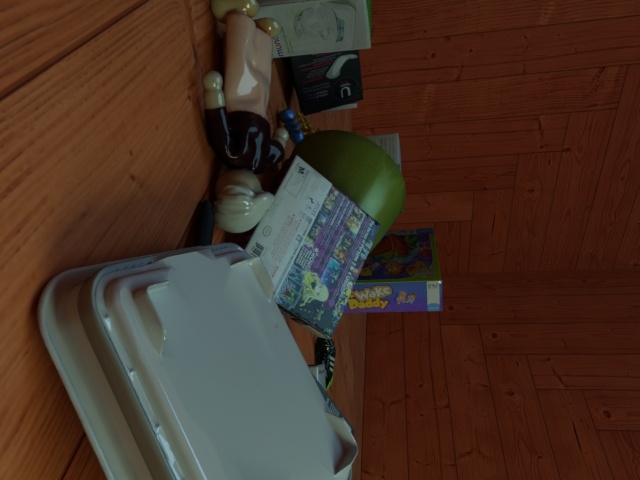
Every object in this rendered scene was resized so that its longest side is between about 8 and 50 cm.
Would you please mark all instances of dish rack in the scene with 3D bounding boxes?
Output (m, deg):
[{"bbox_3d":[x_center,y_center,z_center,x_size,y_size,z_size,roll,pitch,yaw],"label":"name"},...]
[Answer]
[{"bbox_3d":[-0.074,0.148,0.456,0.332,0.072,0.286,62,21,5],"label":"dish rack"}]

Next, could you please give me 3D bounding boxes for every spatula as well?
[{"bbox_3d":[-0.159,0.059,0.574,0.084,0.031,0.296,72,17,-46],"label":"spatula"}]

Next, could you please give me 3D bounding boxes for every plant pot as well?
[{"bbox_3d":[0.001,-0.030,0.975,0.293,0.275,0.274,-60,151,-41],"label":"plant pot"}]

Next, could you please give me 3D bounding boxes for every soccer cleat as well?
[{"bbox_3d":[0.013,0.366,1.435,0.072,0.060,0.178,-52,141,-73],"label":"soccer cleat"}]

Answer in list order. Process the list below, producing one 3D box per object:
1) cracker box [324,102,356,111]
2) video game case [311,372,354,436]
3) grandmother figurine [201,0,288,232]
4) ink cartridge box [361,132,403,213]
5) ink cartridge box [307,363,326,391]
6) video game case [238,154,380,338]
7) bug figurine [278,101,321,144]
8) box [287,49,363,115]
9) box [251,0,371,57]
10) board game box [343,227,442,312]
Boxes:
[{"bbox_3d":[0.013,-0.476,1.333,0.067,0.156,0.232,-93,174,-52],"label":"cracker box"},{"bbox_3d":[-0.056,0.199,0.569,0.274,0.026,0.196,55,24,-11],"label":"video game case"},{"bbox_3d":[-0.115,-0.179,0.734,0.208,0.104,0.341,16,73,-51],"label":"grandmother figurine"},{"bbox_3d":[0.087,-0.177,1.356,0.117,0.279,0.201,53,36,-68],"label":"ink cartridge box"},{"bbox_3d":[-0.019,0.318,0.989,0.088,0.052,0.122,49,38,-74],"label":"ink cartridge box"},{"bbox_3d":[-0.020,0.012,0.798,0.210,0.042,0.232,36,66,-26],"label":"video game case"},{"bbox_3d":[-0.022,-0.223,1.201,0.216,0.072,0.279,65,13,5],"label":"bug figurine"},{"bbox_3d":[-0.001,-0.467,1.161,0.270,0.166,0.143,76,-2,-52],"label":"box"},{"bbox_3d":[-0.020,-0.500,0.940,0.126,0.231,0.261,69,21,-59],"label":"box"},{"bbox_3d":[0.090,0.066,1.098,0.233,0.348,0.078,-76,160,-61],"label":"board game box"}]
